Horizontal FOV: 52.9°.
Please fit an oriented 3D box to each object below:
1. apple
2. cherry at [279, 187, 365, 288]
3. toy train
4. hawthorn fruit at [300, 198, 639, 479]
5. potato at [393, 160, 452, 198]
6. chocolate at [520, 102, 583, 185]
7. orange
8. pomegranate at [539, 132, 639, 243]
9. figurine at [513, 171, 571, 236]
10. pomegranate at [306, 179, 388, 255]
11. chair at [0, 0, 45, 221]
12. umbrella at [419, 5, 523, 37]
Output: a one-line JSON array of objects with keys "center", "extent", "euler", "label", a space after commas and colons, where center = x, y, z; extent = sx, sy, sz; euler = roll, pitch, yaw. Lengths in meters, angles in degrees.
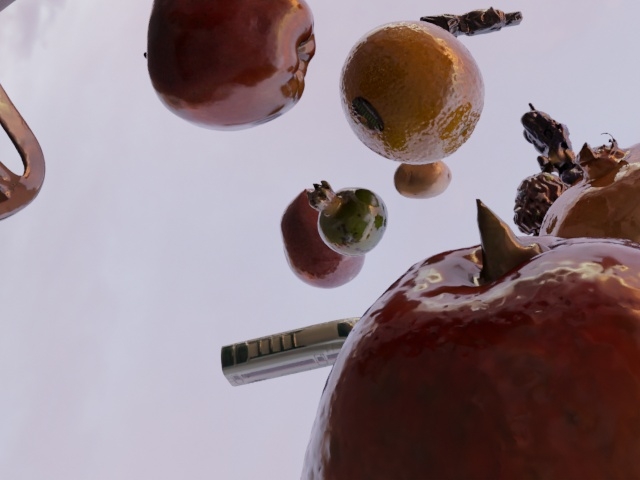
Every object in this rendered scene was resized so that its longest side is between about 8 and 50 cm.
[{"center": [-0.123, -0.253, 0.858], "extent": [0.234, 0.234, 0.233], "euler": [-20, -122, 35], "label": "apple"}, {"center": [0.000, 0.000, 1.763], "extent": [0.221, 0.307, 0.261], "euler": [-28, -155, -9], "label": "cherry"}, {"center": [-0.021, 0.236, 1.453], "extent": [0.408, 0.088, 0.086], "euler": [-14, -132, 7], "label": "toy train"}, {"center": [0.167, 0.160, 0.497], "extent": [0.403, 0.403, 0.402], "euler": [-20, -122, 35], "label": "hawthorn fruit"}, {"center": [0.252, -0.151, 1.577], "extent": [0.147, 0.112, 0.112], "euler": [-9, -122, 1], "label": "potato"}, {"center": [0.511, -0.175, 1.372], "extent": [0.126, 0.149, 0.343], "euler": [-49, -136, 47], "label": "chocolate"}, {"center": [0.140, -0.232, 1.012], "extent": [0.236, 0.236, 0.236], "euler": [-20, -122, 35], "label": "orange"}, {"center": [0.484, -0.014, 0.949], "extent": [0.338, 0.338, 0.337], "euler": [-20, -122, 35], "label": "pomegranate"}, {"center": [0.447, -0.022, 1.239], "extent": [0.175, 0.116, 0.239], "euler": [-18, -119, 17], "label": "figurine"}, {"center": [0.036, -0.039, 0.976], "extent": [0.115, 0.142, 0.114], "euler": [-31, -139, 31], "label": "pomegranate"}, {"center": [-0.321, -0.197, 0.565], "extent": [0.183, 0.326, 0.175], "euler": [-33, -169, 12], "label": "chair"}, {"center": [0.343, -0.495, 1.461], "extent": [0.236, 0.059, 0.066], "euler": [-10, -102, -3], "label": "umbrella"}]
